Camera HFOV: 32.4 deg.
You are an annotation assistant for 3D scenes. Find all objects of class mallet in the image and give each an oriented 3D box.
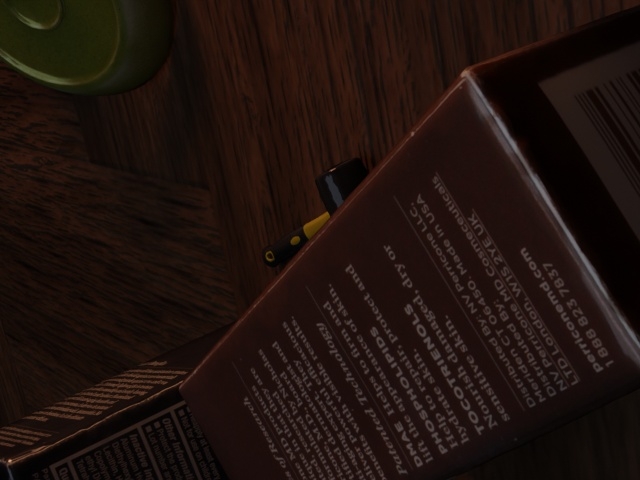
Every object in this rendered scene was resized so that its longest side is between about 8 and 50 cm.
[{"bbox_3d":[0.000,0.000,0.837,0.062,0.039,0.190,59,153,8],"label":"mallet"}]

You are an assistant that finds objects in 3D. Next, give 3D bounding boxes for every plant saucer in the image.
[{"bbox_3d":[-0.239,-0.216,0.943,0.241,0.037,0.241,18,138,17],"label":"plant saucer"}]

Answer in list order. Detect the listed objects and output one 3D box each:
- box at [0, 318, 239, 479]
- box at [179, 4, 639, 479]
[{"bbox_3d":[-0.069,0.232,0.836,0.182,0.294,0.296,-13,99,60],"label":"box"},{"bbox_3d":[0.082,0.039,0.585,0.143,0.191,0.381,61,148,10],"label":"box"}]
